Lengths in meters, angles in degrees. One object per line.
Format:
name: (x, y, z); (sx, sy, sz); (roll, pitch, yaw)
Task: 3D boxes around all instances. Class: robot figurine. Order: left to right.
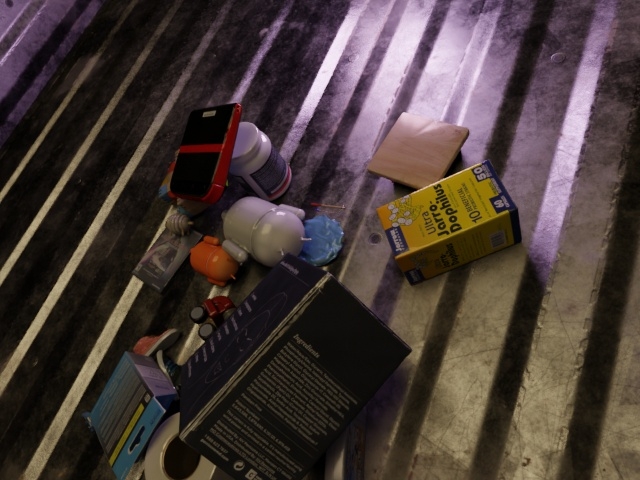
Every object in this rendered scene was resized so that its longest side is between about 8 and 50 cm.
robot figurine: (-0.375, 0.074, 1.836); (0.219, 0.128, 0.158); (17, 83, 44)
robot figurine: (-0.193, -0.030, 1.759); (0.353, 0.199, 0.300); (23, 54, 42)

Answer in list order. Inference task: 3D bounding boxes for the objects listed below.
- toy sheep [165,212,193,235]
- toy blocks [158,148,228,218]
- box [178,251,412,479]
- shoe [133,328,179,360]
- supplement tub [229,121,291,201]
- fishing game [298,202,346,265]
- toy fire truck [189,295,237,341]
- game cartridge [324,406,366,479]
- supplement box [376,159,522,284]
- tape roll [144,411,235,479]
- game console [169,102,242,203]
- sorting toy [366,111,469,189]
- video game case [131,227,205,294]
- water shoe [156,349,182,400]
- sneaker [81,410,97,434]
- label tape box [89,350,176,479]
toy sheep: (-0.547, -0.062, 2.001); (0.132, 0.091, 0.091); (-1, 62, 20)
toy blocks: (-0.540, -0.239, 2.093); (0.261, 0.191, 0.381); (-28, 53, 22)
box: (-0.097, 0.311, 1.342); (0.471, 0.297, 0.480); (-49, 14, -6)
shoe: (-0.581, 0.356, 1.817); (0.178, 0.063, 0.081); (-44, 59, 1)
supplement tub: (-0.241, -0.284, 1.899); (0.191, 0.272, 0.191); (-11, 58, 18)
fishing game: (0.000, 0.000, 1.771); (0.189, 0.041, 0.264); (7, 75, 30)
toy fire truck: (-0.284, 0.253, 1.701); (0.246, 0.158, 0.217); (-32, 52, -10)
game cartridge: (0.067, 0.549, 1.325); (0.062, 0.198, 0.297); (-2, 62, 15)
supplement box: (0.378, -0.047, 1.526); (0.357, 0.195, 0.194); (-24, 55, 11)
tape roll: (-0.355, 0.632, 1.489); (0.246, 0.169, 0.246); (-11, 59, 19)
game console: (-0.410, -0.307, 1.826); (0.387, 0.060, 0.342); (12, 85, 52)
sorting toy: (0.334, -0.283, 1.748); (0.257, 0.089, 0.255); (25, 75, 33)
video game case: (-0.598, 0.058, 2.021); (0.196, 0.026, 0.274); (25, 76, 33)
water shoe: (-0.490, 0.446, 1.734); (0.080, 0.073, 0.203); (-19, 48, -21)
sneaker: (-0.769, 0.623, 1.757); (0.144, 0.053, 0.059); (12, 70, 31)
label tape box: (-0.569, 0.541, 1.602); (0.348, 0.115, 0.249); (29, 89, 47)
